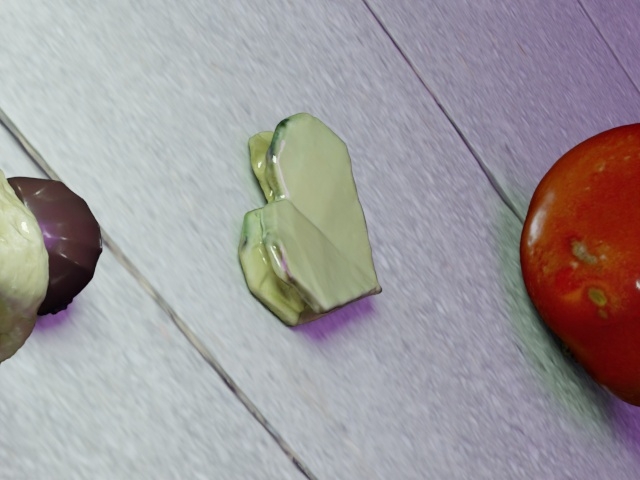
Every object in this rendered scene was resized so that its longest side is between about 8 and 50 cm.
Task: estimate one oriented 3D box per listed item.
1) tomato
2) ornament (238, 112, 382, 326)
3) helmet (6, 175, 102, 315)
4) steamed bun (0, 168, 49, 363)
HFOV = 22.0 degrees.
[{"bbox_3d":[0.396,0.031,1.873,0.293,0.290,0.325,40,29,-36],"label":"tomato"},{"bbox_3d":[0.000,0.000,1.472,0.180,0.059,0.201,44,36,-36],"label":"ornament"},{"bbox_3d":[-0.189,-0.002,1.125,0.123,0.070,0.098,-6,72,-60],"label":"helmet"},{"bbox_3d":[-0.247,-0.012,0.964,0.172,0.141,0.155,32,37,-40],"label":"steamed bun"}]
